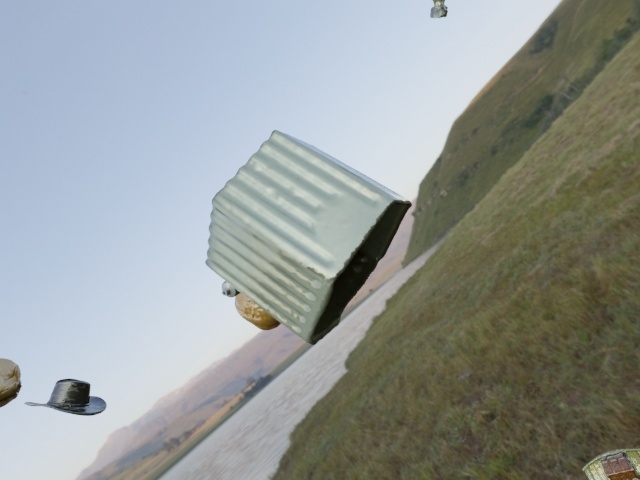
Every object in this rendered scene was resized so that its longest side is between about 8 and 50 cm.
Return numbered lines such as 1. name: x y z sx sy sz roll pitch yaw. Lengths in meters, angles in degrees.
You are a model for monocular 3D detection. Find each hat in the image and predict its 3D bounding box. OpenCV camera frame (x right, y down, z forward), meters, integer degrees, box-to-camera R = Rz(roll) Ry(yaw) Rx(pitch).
1. hat: -0.422 0.260 0.708 0.121 0.121 0.050 90 -175 -75

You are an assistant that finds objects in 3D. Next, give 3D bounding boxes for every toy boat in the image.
1. toy boat: 0.656 0.483 0.902 0.172 0.065 0.066 -34 -26 29

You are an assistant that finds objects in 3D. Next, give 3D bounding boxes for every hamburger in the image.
1. hamburger: -0.844 0.363 1.069 0.147 0.138 0.083 22 -78 -51

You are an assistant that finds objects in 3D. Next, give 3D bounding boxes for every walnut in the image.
1. walnut: -0.194 0.201 1.347 0.144 0.180 0.144 -42 -34 -38

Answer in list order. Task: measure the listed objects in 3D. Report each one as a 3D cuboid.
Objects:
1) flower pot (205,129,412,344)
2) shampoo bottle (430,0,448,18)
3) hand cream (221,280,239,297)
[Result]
1. flower pot: -0.015 -0.009 0.575 0.239 0.190 0.209 -53 -15 -15
2. shampoo bottle: 0.215 -0.509 0.746 0.063 0.057 0.207 -52 -38 -59
3. hand cream: -0.214 0.103 1.226 0.048 0.083 0.224 -14 16 28
